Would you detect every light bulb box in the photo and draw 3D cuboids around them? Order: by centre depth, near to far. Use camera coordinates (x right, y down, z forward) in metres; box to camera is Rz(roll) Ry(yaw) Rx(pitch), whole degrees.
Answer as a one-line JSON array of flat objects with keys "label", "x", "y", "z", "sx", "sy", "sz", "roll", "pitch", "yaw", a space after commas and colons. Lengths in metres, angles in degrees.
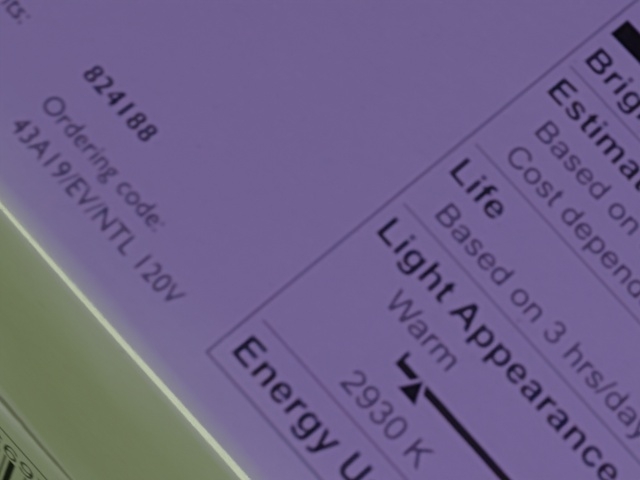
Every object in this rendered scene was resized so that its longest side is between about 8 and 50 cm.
[{"label": "light bulb box", "x": 0.067, "y": -0.023, "z": 0.575, "sx": 0.358, "sy": 0.361, "sz": 0.225, "roll": 48, "pitch": 154, "yaw": 7}]
